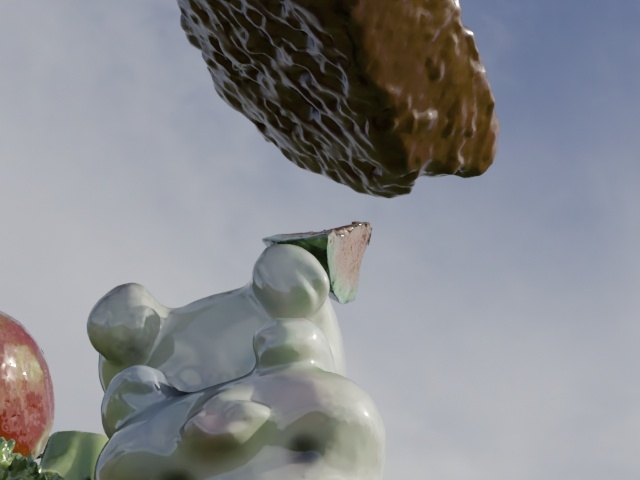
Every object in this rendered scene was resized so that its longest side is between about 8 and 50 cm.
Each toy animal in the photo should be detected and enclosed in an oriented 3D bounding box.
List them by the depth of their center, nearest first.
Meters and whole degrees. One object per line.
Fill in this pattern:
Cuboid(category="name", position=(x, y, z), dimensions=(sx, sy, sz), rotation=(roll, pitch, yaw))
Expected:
Cuboid(category="toy animal", position=(-0.040, 0.186, 0.948), dimensions=(0.196, 0.367, 0.241), rotation=(-19, -59, -1))

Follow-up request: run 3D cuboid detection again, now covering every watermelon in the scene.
Cuboid(category="watermelon", position=(-0.005, 0.009, 1.268), dimensions=(0.101, 0.080, 0.155), rotation=(26, 9, 4))

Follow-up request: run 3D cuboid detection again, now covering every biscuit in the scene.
Cuboid(category="biscuit", position=(-0.006, -0.227, 1.437), dimensions=(0.343, 0.166, 0.395), rotation=(26, -24, 38))

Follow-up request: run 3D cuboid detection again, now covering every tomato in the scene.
Cuboid(category="tomato", position=(-0.477, 0.192, 1.713), dimensions=(0.304, 0.239, 0.303), rotation=(-6, 7, 1))

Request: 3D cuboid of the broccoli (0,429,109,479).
Cuboid(category="broccoli", position=(-0.235, 0.270, 1.110), dimensions=(0.288, 0.259, 0.235), rotation=(9, -17, 0))
